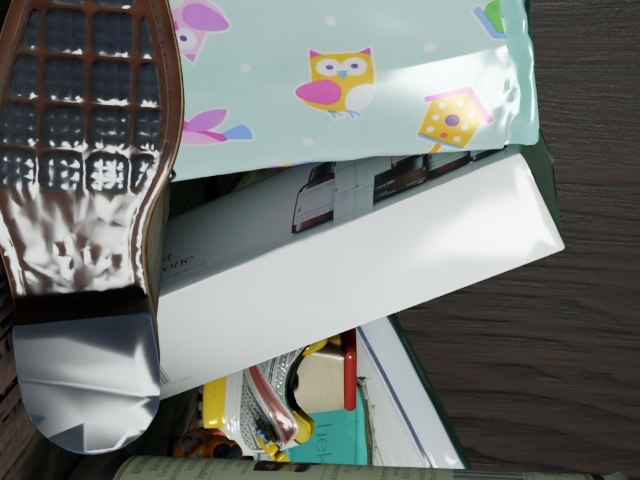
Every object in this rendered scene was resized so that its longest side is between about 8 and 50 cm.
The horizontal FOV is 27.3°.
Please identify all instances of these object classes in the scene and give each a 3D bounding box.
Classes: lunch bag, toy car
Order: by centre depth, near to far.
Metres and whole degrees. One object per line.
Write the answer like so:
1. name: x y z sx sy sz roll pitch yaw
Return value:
1. lunch bag: -0.004 -0.166 0.651 0.160 0.223 0.262 73 18 -44
2. toy car: -0.071 0.152 0.915 0.040 0.060 0.122 47 6 21

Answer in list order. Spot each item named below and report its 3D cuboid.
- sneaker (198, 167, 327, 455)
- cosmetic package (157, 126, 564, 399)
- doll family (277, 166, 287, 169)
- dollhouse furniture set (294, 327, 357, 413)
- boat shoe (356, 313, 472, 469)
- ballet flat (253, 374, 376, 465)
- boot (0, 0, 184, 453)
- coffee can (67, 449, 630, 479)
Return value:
1. sneaker: -0.039 0.051 1.007 0.088 0.092 0.225 17 73 -84
2. cosmetic package: 0.000 0.000 0.673 0.060 0.239 0.099 61 18 -22
3. doll family: 0.032 -0.116 0.908 0.118 0.263 0.163 49 24 4
4. dollhouse furniture set: 0.030 -0.041 1.193 0.374 0.152 0.201 -91 178 -55
5. boat shoe: 0.019 0.132 1.438 0.367 0.156 0.136 63 7 9
6. ballet flat: -0.011 0.308 1.213 0.147 0.146 0.409 52 41 -81
7. boot: -0.101 -0.031 0.562 0.106 0.082 0.219 -115 -152 -71
8. coffee can: 0.014 0.211 0.662 0.201 0.275 0.202 2 90 -84
